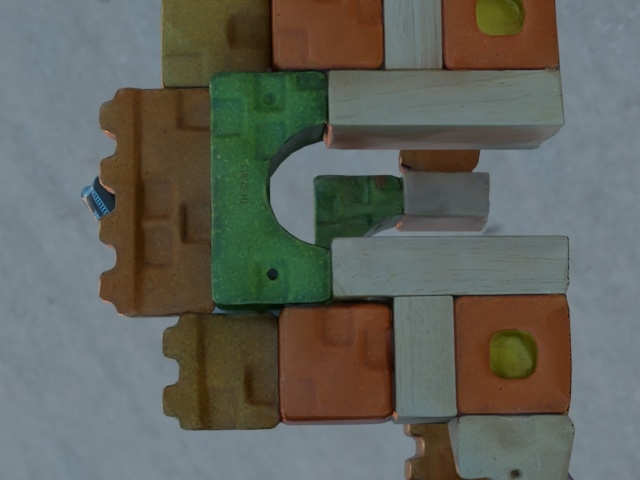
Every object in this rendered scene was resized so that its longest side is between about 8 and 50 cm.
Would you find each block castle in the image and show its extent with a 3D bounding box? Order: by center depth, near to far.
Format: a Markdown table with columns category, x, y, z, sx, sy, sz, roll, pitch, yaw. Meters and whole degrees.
| category | x | y | z | sx | sy | sz | roll | pitch | yaw |
| --- | --- | --- | --- | --- | --- | --- | --- | --- | --- |
| block castle | 0.000 | 0.000 | 0.875 | 0.303 | 0.212 | 0.453 | 103 | 167 | -80 |

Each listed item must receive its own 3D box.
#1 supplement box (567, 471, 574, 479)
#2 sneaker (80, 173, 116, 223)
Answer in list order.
| category | x | y | z | sx | sy | sz | roll | pitch | yaw |
| --- | --- | --- | --- | --- | --- | --- | --- | --- | --- |
| supplement box | 0.195 | 0.272 | 1.524 | 0.188 | 0.080 | 0.104 | -120 | 41 | -67 |
| sneaker | -0.129 | -0.106 | 1.805 | 0.139 | 0.341 | 0.125 | 43 | 136 | -10 |
